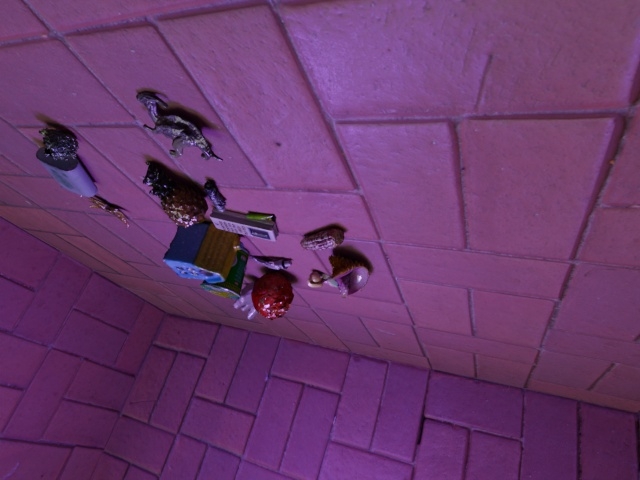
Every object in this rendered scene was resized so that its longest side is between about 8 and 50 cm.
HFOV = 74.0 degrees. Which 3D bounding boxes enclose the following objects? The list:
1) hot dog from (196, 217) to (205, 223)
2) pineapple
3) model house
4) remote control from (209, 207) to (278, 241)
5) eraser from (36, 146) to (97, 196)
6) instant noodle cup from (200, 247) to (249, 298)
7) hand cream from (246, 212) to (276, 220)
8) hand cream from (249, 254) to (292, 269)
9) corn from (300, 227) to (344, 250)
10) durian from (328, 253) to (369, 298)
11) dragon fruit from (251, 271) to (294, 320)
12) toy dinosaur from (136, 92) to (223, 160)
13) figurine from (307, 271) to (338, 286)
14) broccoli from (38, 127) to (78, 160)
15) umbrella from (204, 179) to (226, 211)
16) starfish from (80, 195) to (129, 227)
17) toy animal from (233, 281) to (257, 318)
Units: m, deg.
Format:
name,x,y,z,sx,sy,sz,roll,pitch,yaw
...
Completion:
name,x,y,z,sx,sy,sz,roll,pitch,yaw
hot dog,-0.562,-0.095,1.903,0.090,0.034,0.030,8,154,18
pineapple,-0.564,-0.180,1.613,0.157,0.158,0.279,-7,135,43
model house,-0.519,0.051,1.944,0.303,0.237,0.215,7,152,14
remote control,-0.319,-0.063,1.781,0.277,0.056,0.103,13,156,10
eraser,-1.054,-0.282,1.778,0.174,0.081,0.227,20,158,0
instant noodle cup,-0.455,0.148,2.097,0.207,0.233,0.207,13,158,5
hand cream,-0.237,-0.095,1.701,0.121,0.023,0.036,5,150,17
hand cream,-0.245,0.112,2.114,0.256,0.050,0.084,4,155,34
corn,0.000,0.000,1.686,0.079,0.080,0.237,33,154,-31
durian,0.126,0.145,1.844,0.186,0.154,0.260,-5,149,-4
dragon fruit,-0.252,0.291,2.251,0.240,0.252,0.241,-12,170,-2
toy dinosaur,-0.430,-0.323,1.285,0.294,0.077,0.162,28,153,-21
figurine,0.016,0.206,2.111,0.187,0.083,0.083,21,157,-30
broccoli,-0.972,-0.350,1.587,0.122,0.118,0.204,-4,-176,-29
umbrella,-0.403,-0.162,1.639,0.050,0.046,0.188,32,160,17
starfish,-1.053,-0.154,2.097,0.247,0.050,0.138,33,153,-16
toy animal,-0.424,0.328,2.522,0.307,0.188,0.266,-7,140,-44
